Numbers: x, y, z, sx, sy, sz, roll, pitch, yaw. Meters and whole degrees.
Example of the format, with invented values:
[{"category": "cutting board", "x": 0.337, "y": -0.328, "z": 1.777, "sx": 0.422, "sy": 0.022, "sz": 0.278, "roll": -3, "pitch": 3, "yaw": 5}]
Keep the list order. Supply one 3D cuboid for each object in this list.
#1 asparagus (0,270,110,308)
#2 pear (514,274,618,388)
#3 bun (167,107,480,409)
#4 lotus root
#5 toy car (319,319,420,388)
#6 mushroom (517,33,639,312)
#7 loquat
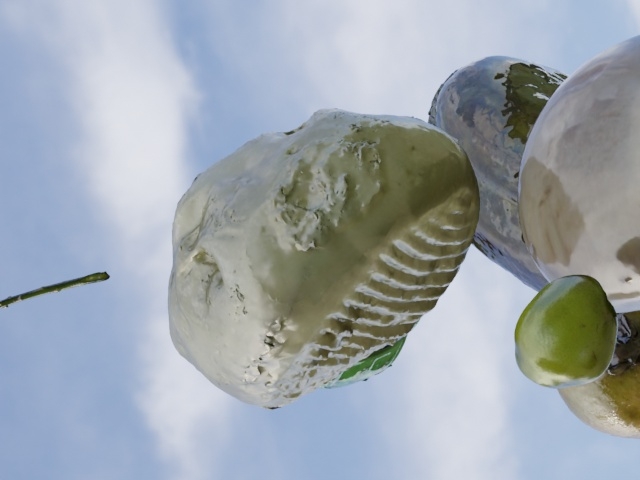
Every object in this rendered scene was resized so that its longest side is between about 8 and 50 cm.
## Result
[{"category": "asparagus", "x": -0.311, "y": 0.058, "z": 1.710, "sx": 0.016, "sy": 0.166, "sz": 0.013, "roll": -98, "pitch": -8, "yaw": -54}, {"category": "pear", "x": 0.207, "y": 0.076, "z": 1.288, "sx": 0.092, "sy": 0.092, "sz": 0.097, "roll": -19, "pitch": -43, "yaw": -57}, {"category": "bun", "x": 0.000, "y": 0.000, "z": 1.562, "sx": 0.326, "sy": 0.362, "sz": 0.234, "roll": -15, "pitch": -118, "yaw": -41}, {"category": "lotus root", "x": 0.263, "y": -0.085, "z": 1.814, "sx": 0.250, "sy": 0.346, "sz": 0.250, "roll": -21, "pitch": -50, "yaw": -27}, {"category": "toy car", "x": 0.072, "y": 0.055, "z": 2.229, "sx": 0.213, "sy": 0.176, "sz": 0.358, "roll": -8, "pitch": -62, "yaw": -44}, {"category": "mushroom", "x": 0.348, "y": -0.044, "z": 1.456, "sx": 0.290, "sy": 0.292, "sz": 0.292, "roll": 32, "pitch": -125, "yaw": -32}, {"category": "loquat", "x": 0.419, "y": 0.152, "z": 2.076, "sx": 0.244, "sy": 0.244, "sz": 0.244, "roll": 19, "pitch": -113, "yaw": -54}]
